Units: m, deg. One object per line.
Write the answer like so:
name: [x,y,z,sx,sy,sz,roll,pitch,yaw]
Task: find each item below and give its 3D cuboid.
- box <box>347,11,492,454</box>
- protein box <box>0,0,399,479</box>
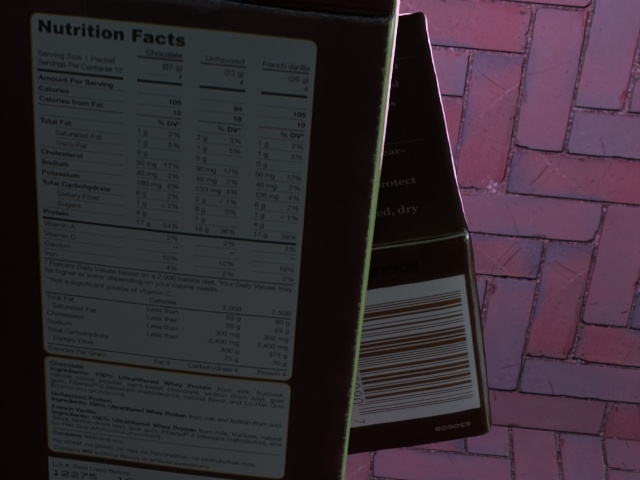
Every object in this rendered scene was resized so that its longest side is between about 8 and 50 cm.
box: [0.000,0.000,0.791,0.203,0.167,0.168,-95,174,-47]
protein box: [-0.044,-0.038,0.529,0.199,0.136,0.201,-81,177,-59]
